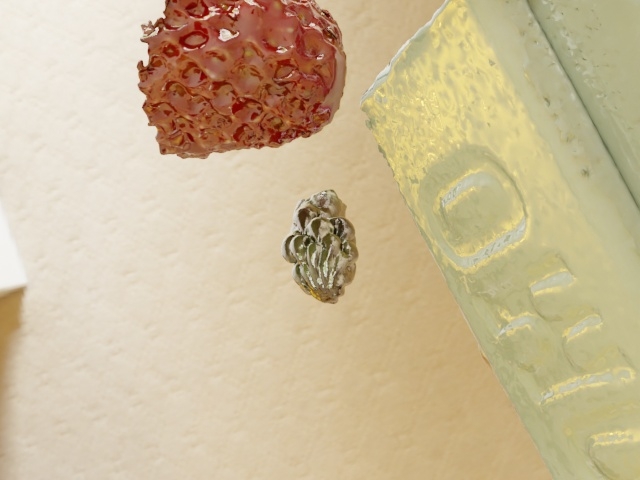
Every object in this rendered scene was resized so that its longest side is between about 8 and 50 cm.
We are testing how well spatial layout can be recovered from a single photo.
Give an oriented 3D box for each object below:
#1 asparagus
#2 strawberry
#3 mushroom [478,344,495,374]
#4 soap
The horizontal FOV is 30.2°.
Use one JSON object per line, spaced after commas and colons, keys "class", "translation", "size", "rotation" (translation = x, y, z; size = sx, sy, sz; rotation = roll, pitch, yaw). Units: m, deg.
{"class": "asparagus", "translation": [0.000, 0.000, 1.180], "size": [0.080, 0.287, 0.080], "rotation": [-1, 111, -2]}
{"class": "strawberry", "translation": [-0.056, -0.170, 1.195], "size": [0.178, 0.234, 0.234], "rotation": [20, 110, 21]}
{"class": "mushroom", "translation": [0.231, 0.088, 1.210], "size": [0.148, 0.148, 0.112], "rotation": [-36, 94, 34]}
{"class": "soap", "translation": [0.093, 0.016, 0.372], "size": [0.198, 0.063, 0.114], "rotation": [63, 158, 7]}
